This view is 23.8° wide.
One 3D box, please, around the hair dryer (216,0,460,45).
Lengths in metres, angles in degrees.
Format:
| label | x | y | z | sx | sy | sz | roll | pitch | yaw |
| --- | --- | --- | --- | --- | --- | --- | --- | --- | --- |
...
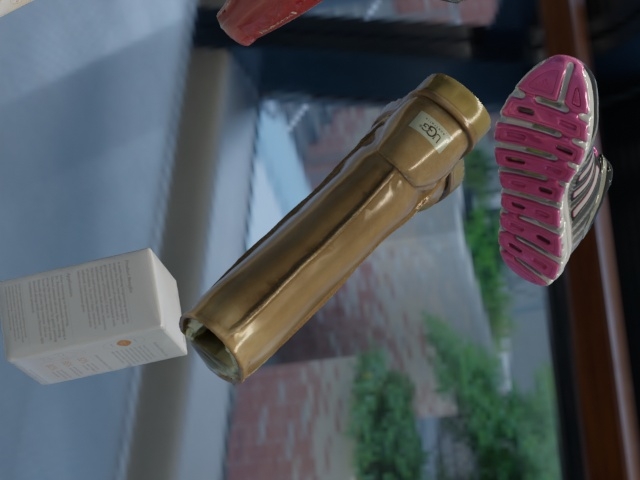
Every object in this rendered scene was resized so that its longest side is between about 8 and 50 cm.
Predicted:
| label | x | y | z | sx | sy | sz | roll | pitch | yaw |
| --- | --- | --- | --- | --- | --- | --- | --- | --- | --- |
| hair dryer | 0.055 | -0.228 | 1.225 | 0.223 | 0.294 | 0.080 | 84 | -18 | -53 |

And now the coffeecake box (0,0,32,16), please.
| label | x | y | z | sx | sy | sz | roll | pitch | yaw |
| --- | --- | --- | --- | --- | --- | --- | --- | --- | --- |
| coffeecake box | -0.332 | -0.239 | 1.298 | 0.185 | 0.068 | 0.142 | -37 | 156 | -36 |

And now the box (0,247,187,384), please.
| label | x | y | z | sx | sy | sz | roll | pitch | yaw |
| --- | --- | --- | --- | --- | --- | --- | --- | --- | --- |
| box | -0.243 | 0.084 | 1.635 | 0.130 | 0.171 | 0.091 | 69 | 9 | -71 |

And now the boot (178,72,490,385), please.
| label | x | y | z | sx | sy | sz | roll | pitch | yaw |
| --- | --- | --- | --- | --- | --- | --- | --- | --- | --- |
| boot | 0.000 | 0.000 | 1.188 | 0.089 | 0.269 | 0.236 | 42 | -15 | 7 |

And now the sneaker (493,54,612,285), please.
| label | x | y | z | sx | sy | sz | roll | pitch | yaw |
| --- | --- | --- | --- | --- | --- | --- | --- | --- | --- |
| sneaker | 0.156 | -0.055 | 0.993 | 0.075 | 0.063 | 0.170 | -45 | 145 | -42 |
